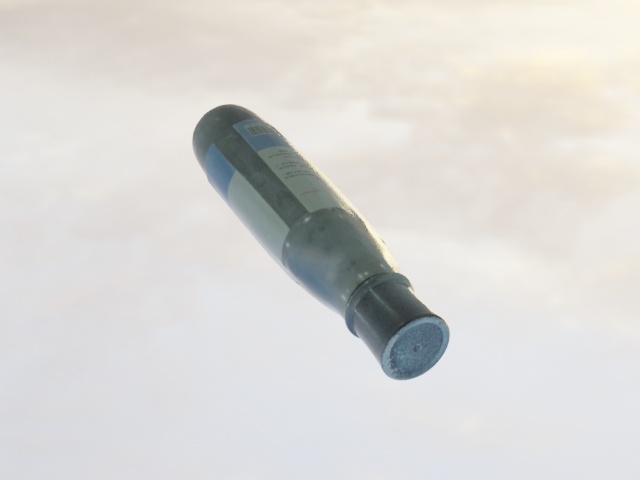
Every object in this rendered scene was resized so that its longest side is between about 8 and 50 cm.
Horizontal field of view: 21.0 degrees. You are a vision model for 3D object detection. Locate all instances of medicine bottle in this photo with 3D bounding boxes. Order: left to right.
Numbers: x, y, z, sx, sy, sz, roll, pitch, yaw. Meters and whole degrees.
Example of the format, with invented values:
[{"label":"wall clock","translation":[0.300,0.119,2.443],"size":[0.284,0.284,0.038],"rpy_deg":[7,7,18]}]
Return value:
[{"label":"medicine bottle","translation":[0.000,0.000,0.959],"size":[0.053,0.090,0.208],"rpy_deg":[-44,-134,3]}]
